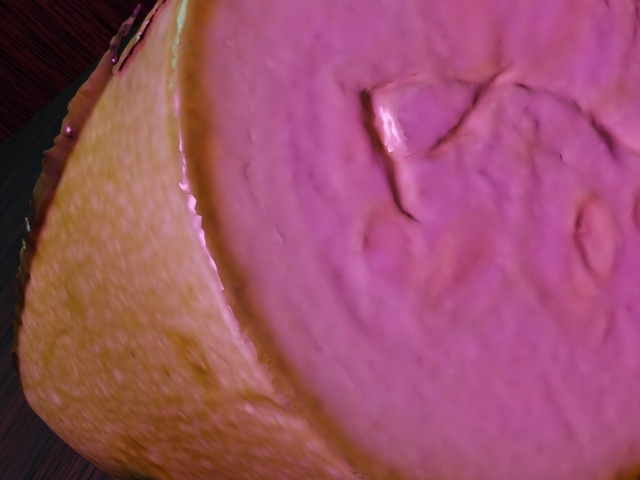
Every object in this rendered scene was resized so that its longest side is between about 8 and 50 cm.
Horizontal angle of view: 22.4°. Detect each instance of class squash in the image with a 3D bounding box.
[{"bbox_3d":[0.000,0.000,0.618,0.234,0.210,0.309,-21,8,-27],"label":"squash"}]
